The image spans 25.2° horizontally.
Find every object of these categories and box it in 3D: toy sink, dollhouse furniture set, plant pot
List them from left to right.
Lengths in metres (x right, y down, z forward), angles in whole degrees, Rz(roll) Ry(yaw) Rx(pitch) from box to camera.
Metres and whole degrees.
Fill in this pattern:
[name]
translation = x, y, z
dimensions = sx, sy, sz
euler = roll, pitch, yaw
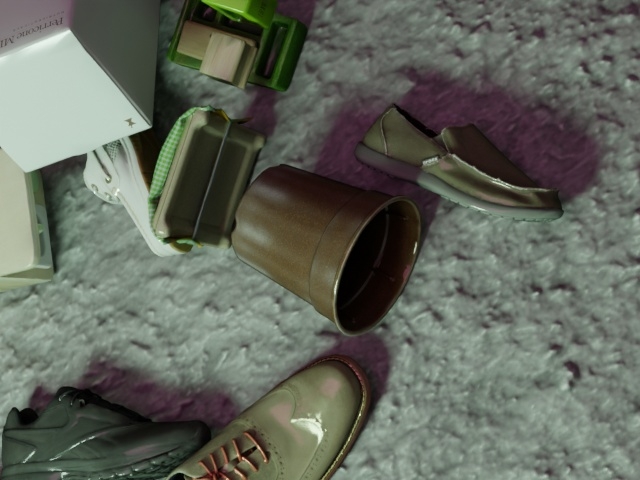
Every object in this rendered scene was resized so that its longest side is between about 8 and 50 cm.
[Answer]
[toy sink]
translation = -0.419, -0.015, 1.779
dimensions = 0.234, 0.131, 0.152
euler = -14, 80, 24
[dollhouse furniture set]
translation = -0.157, -0.152, 1.656
dimensions = 0.151, 0.197, 0.301
euler = 19, 91, 20
[plant pot]
translation = 0.000, 0.000, 1.611
dimensions = 0.165, 0.167, 0.167
euler = 24, 94, 29

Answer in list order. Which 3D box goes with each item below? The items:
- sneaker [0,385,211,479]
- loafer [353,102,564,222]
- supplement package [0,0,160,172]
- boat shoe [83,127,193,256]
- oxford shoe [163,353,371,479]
[sneaker]
translation = -0.268, 0.233, 1.716
dimensions = 0.286, 0.109, 0.130
euler = -11, 75, 18
[loafer]
translation = 0.156, -0.087, 1.587
dimensions = 0.251, 0.094, 0.087
euler = 22, 97, 21
[supplement package]
translation = -0.305, -0.260, 1.671
dimensions = 0.178, 0.175, 0.293
euler = -18, 48, 18
[boat shoe]
translation = -0.240, -0.086, 1.740
dimensions = 0.096, 0.098, 0.277
euler = -32, 66, 15
[oxford shoe]
translation = -0.084, 0.264, 1.625
dimensions = 0.348, 0.130, 0.123
euler = -47, 72, 11
